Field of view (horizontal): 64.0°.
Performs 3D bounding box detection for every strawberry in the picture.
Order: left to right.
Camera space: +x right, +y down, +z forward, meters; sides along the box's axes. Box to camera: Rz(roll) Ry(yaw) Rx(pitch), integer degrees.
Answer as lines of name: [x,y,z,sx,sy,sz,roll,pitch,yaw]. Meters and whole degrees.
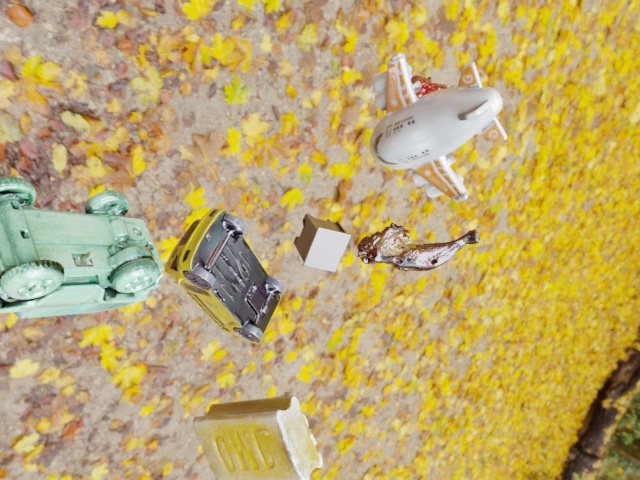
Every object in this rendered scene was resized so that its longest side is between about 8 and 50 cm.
strawberry: [0.217,-0.277,1.097,0.131,0.131,0.148,47,43,-50]

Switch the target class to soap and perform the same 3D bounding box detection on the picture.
soap: [-0.145,0.440,1.132,0.089,0.274,0.173,-28,97,-53]

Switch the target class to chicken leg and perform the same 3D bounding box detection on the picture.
chicken leg: [0.117,0.010,0.617,0.145,0.037,0.062,4,108,-1]

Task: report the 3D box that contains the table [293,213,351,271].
table: [0.000,0.000,0.987,0.070,0.082,0.083,12,113,-25]

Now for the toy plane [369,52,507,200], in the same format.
toy plane: [0.168,-0.173,0.793,0.117,0.245,0.244,-39,138,-40]

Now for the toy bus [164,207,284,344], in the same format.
toy bus: [-0.200,0.078,1.042,0.145,0.151,0.331,-64,149,-28]

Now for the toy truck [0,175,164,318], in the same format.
toy truck: [-0.356,0.023,0.712,0.156,0.155,0.279,-39,159,24]
